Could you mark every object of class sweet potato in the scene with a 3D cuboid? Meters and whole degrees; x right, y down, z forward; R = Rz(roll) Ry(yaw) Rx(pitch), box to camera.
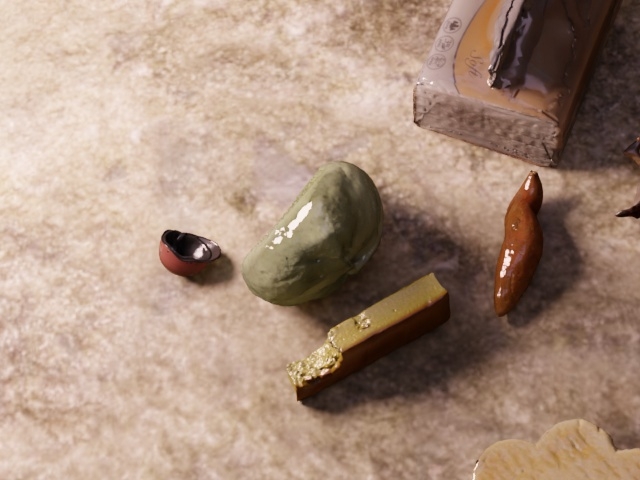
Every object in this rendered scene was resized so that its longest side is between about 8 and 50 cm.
[{"bbox_3d":[0.262,0.006,1.955,0.058,0.055,0.202,10,67,11],"label":"sweet potato"}]

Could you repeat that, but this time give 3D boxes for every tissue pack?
[{"bbox_3d":[0.271,-0.293,2.005,0.238,0.238,0.306,20,68,14],"label":"tissue pack"}]

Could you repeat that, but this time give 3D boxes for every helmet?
[{"bbox_3d":[-0.179,0.023,1.994,0.084,0.049,0.065,16,30,-15],"label":"helmet"}]

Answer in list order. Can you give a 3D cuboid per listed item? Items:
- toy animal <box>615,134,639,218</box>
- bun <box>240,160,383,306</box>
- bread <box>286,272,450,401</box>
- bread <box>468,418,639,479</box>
[{"bbox_3d":[0.471,-0.065,1.958,0.179,0.089,0.188,43,69,6],"label":"toy animal"},{"bbox_3d":[0.000,0.000,1.936,0.126,0.204,0.212,42,109,-3],"label":"bun"},{"bbox_3d":[0.058,0.123,1.902,0.226,0.088,0.049,-28,66,-9],"label":"bread"},{"bbox_3d":[0.296,0.361,1.780,0.316,0.054,0.316,-3,63,5],"label":"bread"}]
